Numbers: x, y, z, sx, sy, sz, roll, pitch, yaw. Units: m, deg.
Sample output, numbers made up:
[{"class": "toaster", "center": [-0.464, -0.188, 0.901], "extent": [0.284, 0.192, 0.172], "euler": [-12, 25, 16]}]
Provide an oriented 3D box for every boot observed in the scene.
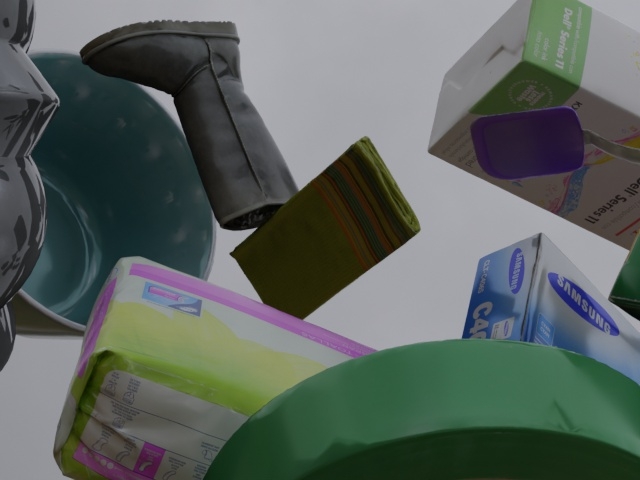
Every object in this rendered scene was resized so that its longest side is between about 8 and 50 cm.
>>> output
[{"class": "boot", "center": [-0.123, -0.108, 1.746], "extent": [0.076, 0.189, 0.209], "euler": [-31, -110, 58]}]

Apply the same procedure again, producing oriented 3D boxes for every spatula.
[{"class": "spatula", "center": [0.278, -0.076, 1.544], "extent": [0.296, 0.030, 0.084], "euler": [5, -40, 20]}]

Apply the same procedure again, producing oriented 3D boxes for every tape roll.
[{"class": "tape roll", "center": [0.081, 0.201, 1.110], "extent": [0.077, 0.321, 0.321], "euler": [-99, 166, -50]}]

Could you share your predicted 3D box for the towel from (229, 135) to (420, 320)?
[{"class": "towel", "center": [0.000, 0.000, 1.694], "extent": [0.237, 0.021, 0.102], "euler": [-39, -102, 47]}]

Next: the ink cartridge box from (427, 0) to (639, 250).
[{"class": "ink cartridge box", "center": [0.322, -0.112, 1.957], "extent": [0.353, 0.119, 0.207], "euler": [24, -35, -16]}]

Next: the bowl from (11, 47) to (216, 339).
[{"class": "bowl", "center": [-0.277, -0.022, 1.848], "extent": [0.311, 0.311, 0.163], "euler": [49, -47, -11]}]

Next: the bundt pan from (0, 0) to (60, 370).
[{"class": "bundt pan", "center": [-0.222, -0.046, 0.724], "extent": [0.330, 0.124, 0.331], "euler": [4, -84, 45]}]

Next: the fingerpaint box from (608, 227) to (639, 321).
[{"class": "fingerpaint box", "center": [0.473, -0.065, 1.387], "extent": [0.371, 0.445, 0.163], "euler": [32, -12, -33]}]

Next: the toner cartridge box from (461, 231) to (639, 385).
[{"class": "toner cartridge box", "center": [0.261, 0.167, 1.606], "extent": [0.075, 0.165, 0.348], "euler": [-26, -56, 36]}]

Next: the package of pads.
[{"class": "package of pads", "center": [-0.026, 0.128, 1.242], "extent": [0.296, 0.101, 0.229], "euler": [21, 15, -7]}]
